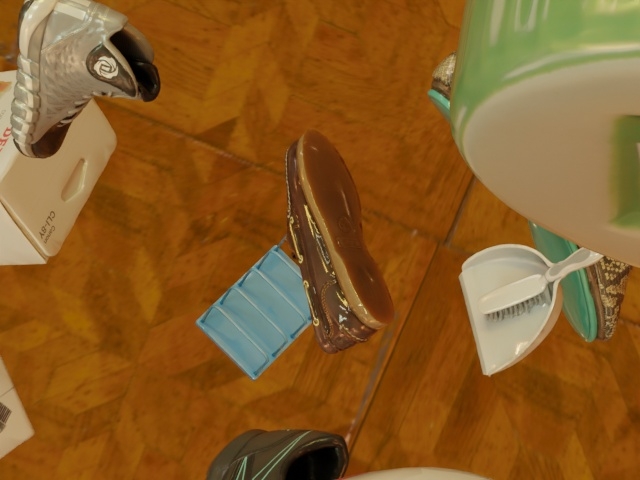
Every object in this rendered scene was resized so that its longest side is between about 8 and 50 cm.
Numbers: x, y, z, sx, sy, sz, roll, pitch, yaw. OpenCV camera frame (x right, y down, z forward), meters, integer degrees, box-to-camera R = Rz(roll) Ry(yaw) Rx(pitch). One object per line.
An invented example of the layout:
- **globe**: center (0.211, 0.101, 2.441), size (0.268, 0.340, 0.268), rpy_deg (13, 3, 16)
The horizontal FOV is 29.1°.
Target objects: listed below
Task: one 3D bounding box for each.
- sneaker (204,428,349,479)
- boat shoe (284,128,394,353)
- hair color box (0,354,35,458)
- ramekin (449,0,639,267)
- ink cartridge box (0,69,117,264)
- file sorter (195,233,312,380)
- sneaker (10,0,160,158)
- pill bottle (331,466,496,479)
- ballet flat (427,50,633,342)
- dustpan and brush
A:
- **sneaker**: center (-0.061, 0.236, 0.897), size (0.106, 0.267, 0.101), rpy_deg (-19, 122, 38)
- **boat shoe**: center (0.000, 0.000, 1.096), size (0.073, 0.073, 0.207), rpy_deg (-35, 56, 33)
- **hair color box**: center (-0.442, 0.104, 1.243), size (0.110, 0.185, 0.338), rpy_deg (13, 128, 44)
- **ramekin**: center (0.198, -0.079, 0.498), size (0.303, 0.303, 0.148), rpy_deg (14, 76, 6)
- **ink cartridge box**: center (-0.548, -0.111, 1.891), size (0.385, 0.279, 0.160), rpy_deg (-2, 138, 26)
- **file sorter**: center (-0.068, 0.088, 1.724), size (0.118, 0.104, 0.170), rpy_deg (44, 66, 3)
- **sneaker**: center (-0.223, -0.141, 1.186), size (0.132, 0.228, 0.086), rpy_deg (18, 54, -1)
- **pill bottle**: center (-0.037, 0.170, 0.402), size (0.283, 0.160, 0.160), rpy_deg (-27, 94, 54)
- **ballet flat**: center (0.327, -0.076, 1.641), size (0.182, 0.164, 0.483), rpy_deg (-37, 114, -3)
- **dustpan and brush**: center (0.248, 0.051, 1.403), size (0.211, 0.060, 0.147), rpy_deg (-26, 59, 27)
